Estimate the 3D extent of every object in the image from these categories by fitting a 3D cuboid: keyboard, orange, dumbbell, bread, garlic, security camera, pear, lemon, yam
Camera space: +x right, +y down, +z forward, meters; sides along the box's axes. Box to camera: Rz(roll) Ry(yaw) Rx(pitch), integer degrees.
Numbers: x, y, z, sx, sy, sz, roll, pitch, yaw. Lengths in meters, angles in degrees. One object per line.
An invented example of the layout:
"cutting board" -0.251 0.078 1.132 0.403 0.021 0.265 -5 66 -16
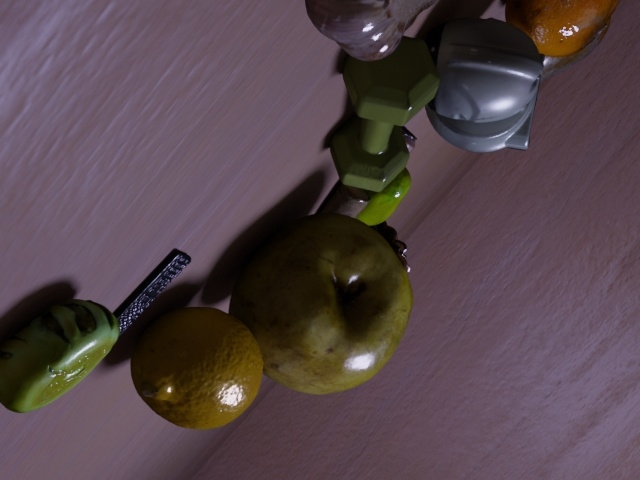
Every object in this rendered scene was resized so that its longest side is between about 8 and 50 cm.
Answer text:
"keyboard" -0.246 0.093 1.022 0.204 0.013 0.061 -47 171 -2
"orange" 0.434 -0.426 1.382 0.224 0.170 0.224 -45 172 -8
"dumbbell" 0.081 -0.169 1.093 0.108 0.121 0.302 -15 164 -8
"bread" -0.277 0.116 0.817 0.139 0.071 0.130 -45 167 -3
"garlic" 0.049 -0.243 0.699 0.147 0.102 0.159 -9 131 -52
"security camera" 0.251 -0.251 1.241 0.277 0.191 0.196 9 93 -77
"pear" -0.004 0.114 1.339 0.304 0.304 0.304 -45 170 -10
"lemon" -0.181 0.187 1.165 0.187 0.187 0.244 -50 158 15
"yam" 0.000 0.000 1.535 0.066 0.066 0.299 -35 164 -50

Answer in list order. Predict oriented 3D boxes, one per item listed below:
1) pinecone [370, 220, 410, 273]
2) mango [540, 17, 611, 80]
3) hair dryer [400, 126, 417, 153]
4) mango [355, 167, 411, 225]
"pinecone" 0.070 0.057 1.656 0.221 0.221 0.221 -45 170 -10
"mango" 0.489 -0.426 1.729 0.316 0.146 0.193 -35 173 17
"hair dryer" 0.097 -0.154 1.377 0.117 0.064 0.182 -50 164 17
"mango" 0.118 -0.095 1.537 0.163 0.089 0.117 -40 -160 42
